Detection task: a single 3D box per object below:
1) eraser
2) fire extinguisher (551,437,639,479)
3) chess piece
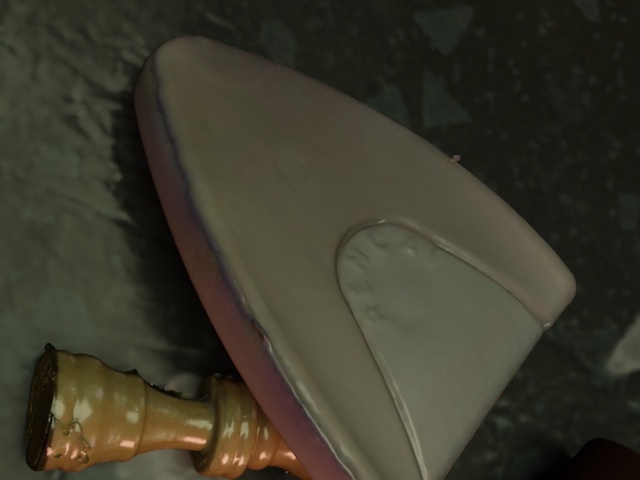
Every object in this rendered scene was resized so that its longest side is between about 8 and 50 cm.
[{"bbox_3d":[0.000,0.000,0.567,0.243,0.059,0.204,46,48,1],"label":"eraser"},{"bbox_3d":[0.087,0.227,0.571,0.269,0.105,0.105,-43,100,-19],"label":"fire extinguisher"},{"bbox_3d":[-0.051,0.089,0.554,0.171,0.060,0.060,9,82,-22],"label":"chess piece"}]
